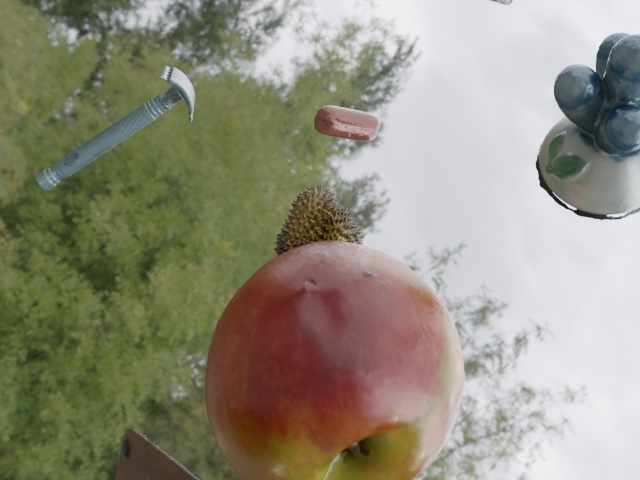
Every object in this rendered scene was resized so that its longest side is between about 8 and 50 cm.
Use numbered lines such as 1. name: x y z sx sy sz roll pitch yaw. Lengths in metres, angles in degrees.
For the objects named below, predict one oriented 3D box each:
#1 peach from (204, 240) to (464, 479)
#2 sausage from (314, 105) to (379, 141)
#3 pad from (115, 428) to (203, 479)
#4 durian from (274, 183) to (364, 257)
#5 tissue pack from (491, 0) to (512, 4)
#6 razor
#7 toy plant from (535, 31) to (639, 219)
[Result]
1. peach: 0.015 0.177 1.268 0.388 0.388 0.388 46 -21 24
2. sausage: 0.053 -0.238 1.795 0.062 0.154 0.062 -4 -95 48
3. pad: -0.202 0.397 1.046 0.286 0.018 0.284 12 -88 56
4. durian: 0.000 0.000 1.484 0.158 0.168 0.137 29 -9 -28
5. tissue pack: 0.221 -0.353 1.179 0.062 0.042 0.083 35 4 -41
6. razor: -0.265 -0.135 1.135 0.068 0.232 0.106 55 6 -19
7. toy plant: 0.521 -0.220 1.537 0.247 0.247 0.332 45 -25 25
